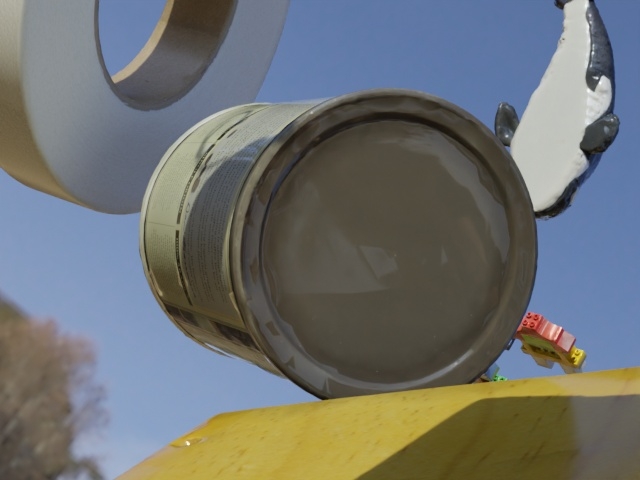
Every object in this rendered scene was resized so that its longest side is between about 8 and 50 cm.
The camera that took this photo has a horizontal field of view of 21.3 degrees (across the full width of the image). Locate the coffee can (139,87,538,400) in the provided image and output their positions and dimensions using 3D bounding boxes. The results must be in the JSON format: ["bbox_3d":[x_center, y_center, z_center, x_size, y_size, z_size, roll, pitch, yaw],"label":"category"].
[{"bbox_3d":[0.000,0.000,1.175,0.201,0.201,0.275,45,-11,-15],"label":"coffee can"}]

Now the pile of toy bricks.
[{"bbox_3d":[0.126,0.101,1.571,0.212,0.118,0.105,14,-25,39],"label":"pile of toy bricks"}]

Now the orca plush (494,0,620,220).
[{"bbox_3d":[0.286,-0.148,1.959,0.151,0.287,0.102,-12,-26,29],"label":"orca plush"}]

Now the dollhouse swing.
[{"bbox_3d":[0.089,0.238,0.874,0.346,0.315,0.305,-8,-82,25],"label":"dollhouse swing"}]

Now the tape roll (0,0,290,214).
[{"bbox_3d":[-0.144,-0.215,1.381,0.072,0.392,0.392,18,-31,27],"label":"tape roll"}]
